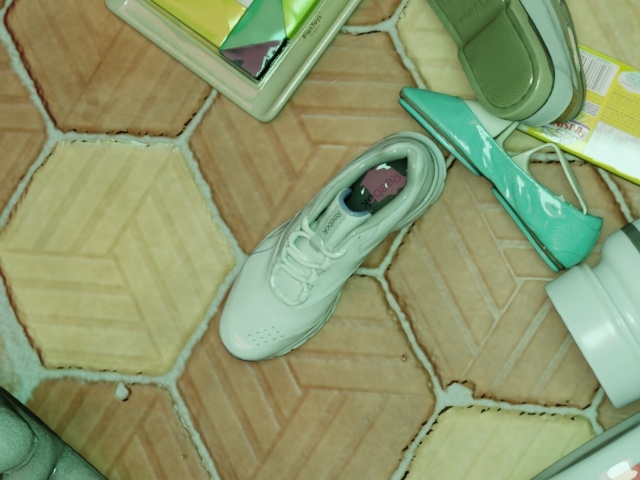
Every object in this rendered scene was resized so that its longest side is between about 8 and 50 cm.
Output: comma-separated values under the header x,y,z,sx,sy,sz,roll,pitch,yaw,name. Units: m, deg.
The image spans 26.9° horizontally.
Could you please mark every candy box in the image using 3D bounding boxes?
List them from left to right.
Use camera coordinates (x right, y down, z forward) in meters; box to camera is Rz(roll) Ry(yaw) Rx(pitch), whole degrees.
x,y,z,sx,sy,sz,roll,pitch,yaw,name
0.306,-0.118,1.339,0.205,0.027,0.105,27,94,11,candy box

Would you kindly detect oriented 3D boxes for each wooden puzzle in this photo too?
x,y,z,sx,sy,sz,roll,pitch,yaw,name
-0.083,-0.276,1.412,0.238,0.044,0.221,37,93,11,wooden puzzle

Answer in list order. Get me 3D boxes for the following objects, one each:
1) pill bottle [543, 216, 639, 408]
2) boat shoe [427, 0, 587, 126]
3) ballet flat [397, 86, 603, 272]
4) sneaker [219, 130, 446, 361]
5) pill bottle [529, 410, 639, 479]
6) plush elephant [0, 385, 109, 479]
x,y,z,sx,sy,sz,roll,pitch,yaw,name
0.366,0.032,1.249,0.283,0.161,0.161,-31,81,7,pill bottle
0.178,-0.243,1.331,0.113,0.103,0.302,-31,61,38,boat shoe
0.187,-0.082,1.330,0.087,0.083,0.247,-43,86,9,ballet flat
0.000,0.000,1.333,0.111,0.129,0.297,41,94,9,sneaker
0.348,0.338,1.202,0.210,0.210,0.363,-32,80,6,pill bottle
-0.383,0.260,1.318,0.330,0.272,0.255,32,77,39,plush elephant
